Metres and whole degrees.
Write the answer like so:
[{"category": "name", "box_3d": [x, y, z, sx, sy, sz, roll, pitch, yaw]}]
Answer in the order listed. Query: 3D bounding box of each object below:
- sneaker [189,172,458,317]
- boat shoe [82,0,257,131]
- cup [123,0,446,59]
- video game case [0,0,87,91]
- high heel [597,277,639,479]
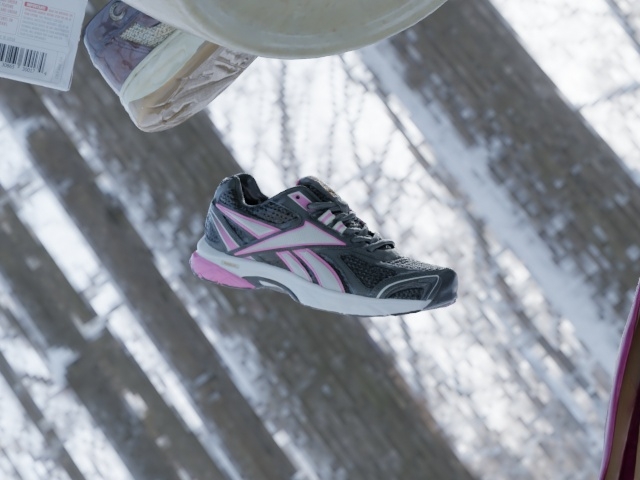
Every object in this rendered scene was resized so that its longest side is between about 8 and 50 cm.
[{"category": "sneaker", "box_3d": [0.000, 0.000, 1.087, 0.072, 0.178, 0.077, -11, -70, -67]}, {"category": "boat shoe", "box_3d": [-0.033, -0.192, 1.076, 0.285, 0.092, 0.103, -45, -10, 9]}, {"category": "cup", "box_3d": [-0.025, -0.226, 0.833, 0.331, 0.237, 0.331, -15, -39, -12]}, {"category": "video game case", "box_3d": [-0.282, -0.238, 1.330, 0.232, 0.042, 0.210, 9, -84, -27]}, {"category": "high heel", "box_3d": [0.187, 0.141, 0.993, 0.127, 0.181, 0.377, -11, 25, 25]}]
